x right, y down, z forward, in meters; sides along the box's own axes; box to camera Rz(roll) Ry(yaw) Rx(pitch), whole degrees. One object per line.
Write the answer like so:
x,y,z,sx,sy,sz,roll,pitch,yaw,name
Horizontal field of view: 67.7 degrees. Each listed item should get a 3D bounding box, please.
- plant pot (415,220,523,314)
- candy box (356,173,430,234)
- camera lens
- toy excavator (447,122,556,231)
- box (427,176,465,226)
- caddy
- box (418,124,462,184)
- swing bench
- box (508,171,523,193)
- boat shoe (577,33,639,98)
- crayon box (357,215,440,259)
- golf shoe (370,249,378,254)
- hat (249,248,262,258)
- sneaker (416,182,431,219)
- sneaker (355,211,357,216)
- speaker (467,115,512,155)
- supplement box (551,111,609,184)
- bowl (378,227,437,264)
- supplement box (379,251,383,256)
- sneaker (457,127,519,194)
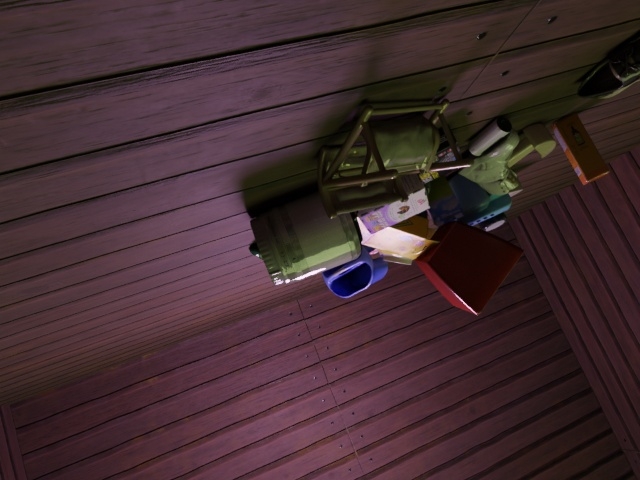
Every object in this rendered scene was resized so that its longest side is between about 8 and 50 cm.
0.498,0.071,1.696,0.267,0.236,0.267,-54,-179,-2,plant pot
0.203,-0.107,1.362,0.196,0.070,0.165,-24,158,10,candy box
-0.034,-0.013,1.337,0.274,0.219,0.219,-21,168,-3,camera lens
0.610,-0.202,1.751,0.433,0.222,0.445,-25,159,6,toy excavator
0.429,-0.137,1.707,0.109,0.178,0.042,-23,156,5,box
0.142,0.122,2.194,0.179,0.241,0.341,-18,167,-41,caddy
0.298,-0.223,1.391,0.216,0.060,0.270,-26,167,16,box
0.152,-0.182,1.090,0.253,0.165,0.255,-14,171,-34,swing bench
0.766,-0.225,2.125,0.275,0.094,0.113,-14,165,-32,box
0.770,-0.437,1.200,0.092,0.102,0.285,-24,175,-14,boat shoe
0.233,-0.036,1.669,0.319,0.081,0.202,18,156,-12,crayon box
0.240,0.042,2.423,0.186,0.067,0.086,-24,166,12,golf shoe
-0.121,-0.004,1.688,0.209,0.183,0.173,19,168,20,hat
0.320,-0.163,1.665,0.087,0.130,0.227,-22,140,-8,sneaker
0.076,-0.104,1.508,0.225,0.088,0.093,-24,-175,16,sneaker
0.494,-0.304,1.397,0.055,0.055,0.136,-16,166,-26,speaker
0.878,-0.310,1.618,0.078,0.233,0.080,-26,171,16,supplement box
0.321,0.013,1.926,0.290,0.156,0.289,10,179,0,bowl
0.388,-0.012,2.341,0.220,0.114,0.111,-13,164,-33,supplement box
0.573,-0.239,1.498,0.108,0.169,0.292,-56,-178,-15,sneaker
